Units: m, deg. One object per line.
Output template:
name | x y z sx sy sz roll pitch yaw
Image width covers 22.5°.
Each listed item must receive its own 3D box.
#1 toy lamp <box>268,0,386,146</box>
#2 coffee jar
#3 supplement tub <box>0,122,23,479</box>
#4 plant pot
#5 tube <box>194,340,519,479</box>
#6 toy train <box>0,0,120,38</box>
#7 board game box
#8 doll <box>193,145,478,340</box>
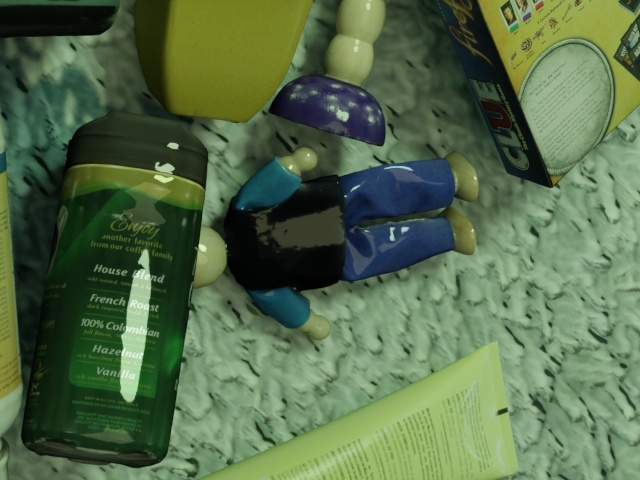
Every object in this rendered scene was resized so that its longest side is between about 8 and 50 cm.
toy lamp | 0.043 -0.194 0.924 0.080 0.080 0.274 16 96 -24
coffee jar | -0.109 0.027 0.866 0.079 0.096 0.184 9 78 -10
supplement tub | -0.226 0.034 0.815 0.144 0.144 0.199 -6 101 -21
plant pot | -0.061 -0.112 0.895 0.081 0.081 0.083 6 109 -23
tube | 0.017 0.143 0.985 0.240 0.062 0.070 -20 150 -23
toy train | -0.238 -0.192 0.782 0.334 0.142 0.190 -4 110 -21
board game box | 0.178 -0.171 0.959 0.243 0.042 0.165 -42 126 -20
doll | 0.000 0.000 0.953 0.189 0.046 0.129 -10 119 -19
